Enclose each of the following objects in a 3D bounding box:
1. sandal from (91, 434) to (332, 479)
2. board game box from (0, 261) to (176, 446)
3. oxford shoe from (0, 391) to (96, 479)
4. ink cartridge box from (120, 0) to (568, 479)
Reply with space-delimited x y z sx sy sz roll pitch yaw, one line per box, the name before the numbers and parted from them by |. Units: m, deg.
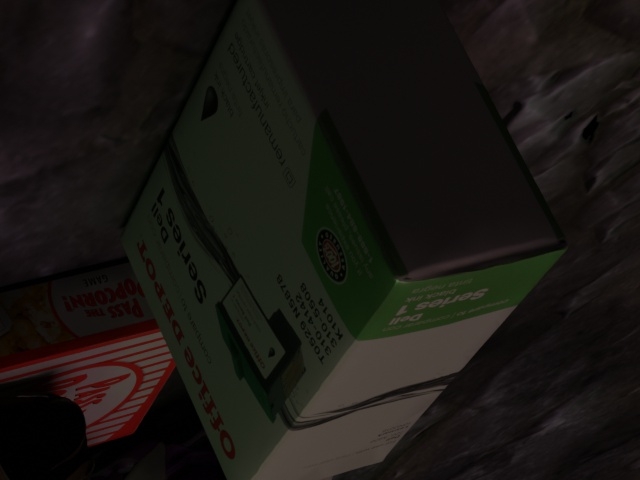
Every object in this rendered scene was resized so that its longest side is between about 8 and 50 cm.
sandal | -0.161 0.210 1.254 0.416 0.169 0.102 -35 117 21
board game box | -0.172 0.078 1.023 0.193 0.045 0.147 -15 156 -30
oxford shoe | -0.147 0.128 0.989 0.096 0.083 0.227 -32 159 8
ink cartridge box | 0.000 0.000 0.885 0.092 0.160 0.219 -13 154 -30
